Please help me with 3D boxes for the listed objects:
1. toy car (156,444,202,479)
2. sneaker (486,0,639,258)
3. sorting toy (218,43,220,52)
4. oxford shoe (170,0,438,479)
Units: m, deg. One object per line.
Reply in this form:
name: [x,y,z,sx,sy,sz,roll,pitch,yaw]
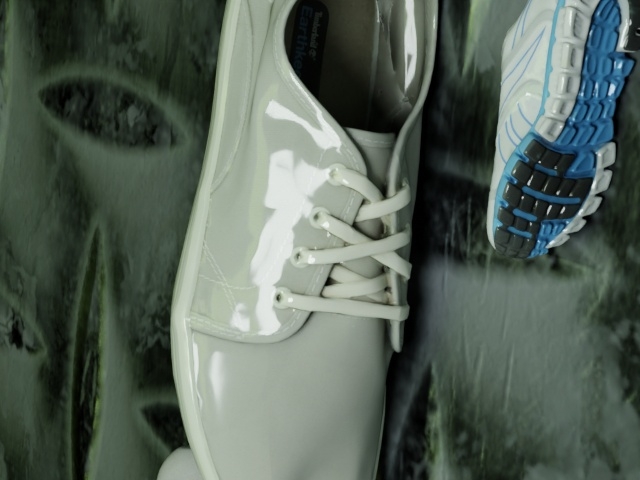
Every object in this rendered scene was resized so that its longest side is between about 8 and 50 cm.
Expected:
toy car: [-0.095,0.243,1.233,0.182,0.136,0.159,-4,88,55]
sneaker: [0.136,-0.084,0.959,0.083,0.071,0.190,35,111,56]
sorting toy: [-0.033,-0.168,1.211,0.083,0.045,0.075,20,100,54]
oxford shoe: [0.000,0.000,1.070,0.130,0.169,0.449,5,90,53]
